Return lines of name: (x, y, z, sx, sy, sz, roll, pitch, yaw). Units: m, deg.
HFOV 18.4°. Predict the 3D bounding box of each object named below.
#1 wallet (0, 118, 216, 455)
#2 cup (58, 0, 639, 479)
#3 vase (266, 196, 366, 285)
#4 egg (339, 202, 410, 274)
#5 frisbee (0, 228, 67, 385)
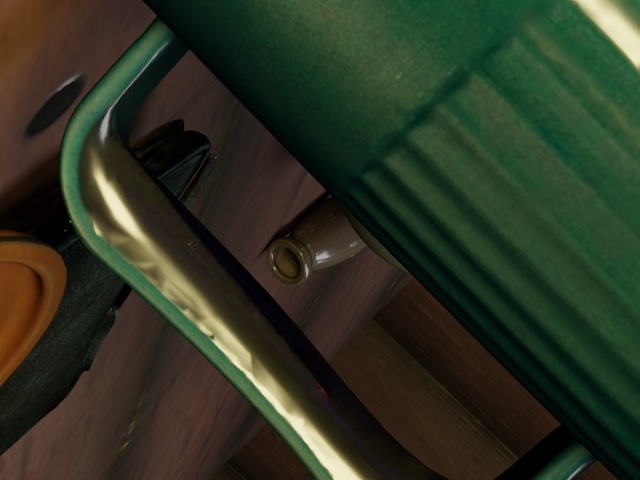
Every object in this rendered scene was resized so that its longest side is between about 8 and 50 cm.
wallet: (-0.155, 0.049, 1.021, 0.172, 0.045, 0.318, -39, 171, -32)
cup: (0.081, -0.060, 0.665, 0.308, 0.292, 0.242, -44, -179, -10)
vase: (0.000, 0.000, 1.665, 0.101, 0.053, 0.053, -34, 167, -46)
egg: (0.096, -0.058, 1.334, 0.183, 0.183, 0.217, -47, -178, 2)
frisbee: (-0.208, 0.076, 0.792, 0.251, 0.021, 0.251, -35, 167, -9)
